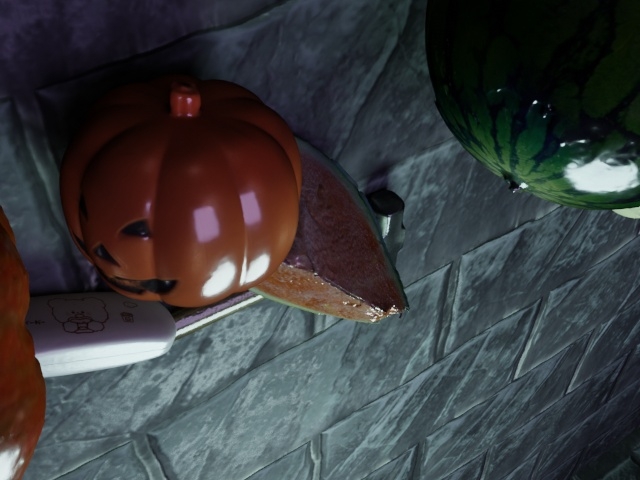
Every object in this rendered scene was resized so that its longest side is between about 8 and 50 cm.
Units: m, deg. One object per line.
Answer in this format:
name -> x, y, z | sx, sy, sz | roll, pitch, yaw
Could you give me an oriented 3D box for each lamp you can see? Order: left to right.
lamp -> -0.105, -0.048, 0.577 | 0.187, 0.187, 0.164 | -20, 136, -29

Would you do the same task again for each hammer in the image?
hammer -> -0.060, 0.050, 0.845 | 0.365, 0.043, 0.111 | -23, 140, -23

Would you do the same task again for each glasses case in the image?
glasses case -> -0.224, 0.084, 0.685 | 0.193, 0.074, 0.049 | 0, 126, -43

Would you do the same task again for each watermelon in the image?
watermelon -> -0.009, -0.012, 0.774 | 0.231, 0.128, 0.146 | 31, 64, -40
watermelon -> 0.259, -0.200, 0.654 | 0.363, 0.363, 0.363 | -26, 140, -23

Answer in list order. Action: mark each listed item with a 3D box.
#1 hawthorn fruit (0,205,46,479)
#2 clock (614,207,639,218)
hawthorn fruit -> -0.328, 0.067, 0.435 | 0.307, 0.276, 0.276 | -6, 131, -21
clock -> 0.566, -0.152, 1.046 | 0.379, 0.276, 0.120 | -36, 145, -5
